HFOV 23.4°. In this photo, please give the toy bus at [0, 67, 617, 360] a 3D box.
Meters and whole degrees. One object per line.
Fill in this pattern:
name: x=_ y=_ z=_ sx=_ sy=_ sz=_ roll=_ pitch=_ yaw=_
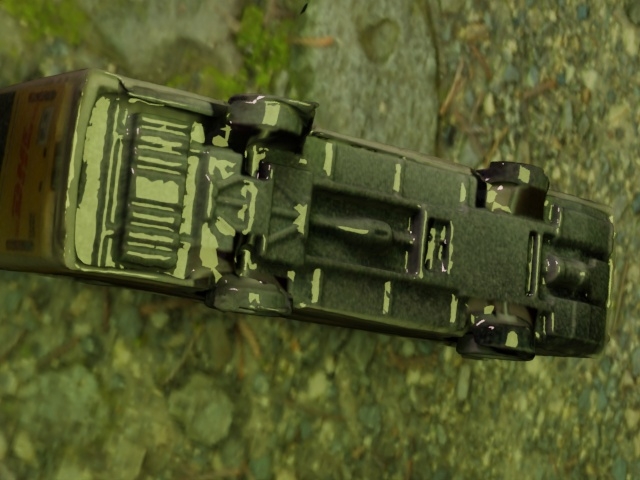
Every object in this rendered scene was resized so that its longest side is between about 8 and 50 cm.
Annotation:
toy bus: x=0.000 y=0.000 z=0.758 sx=0.343 sy=0.138 sz=0.097 roll=12 pitch=80 yaw=-41
